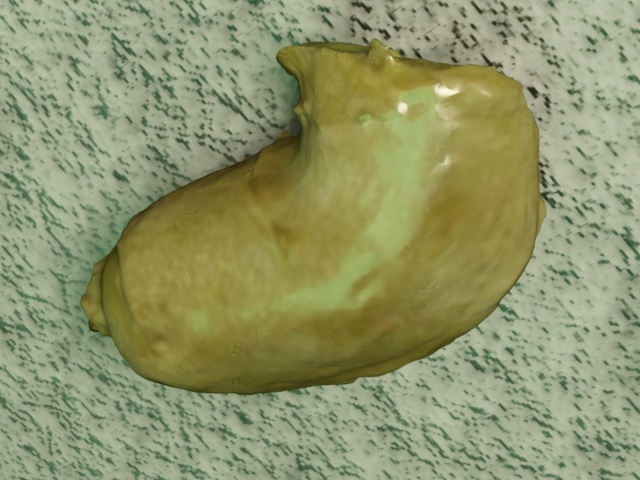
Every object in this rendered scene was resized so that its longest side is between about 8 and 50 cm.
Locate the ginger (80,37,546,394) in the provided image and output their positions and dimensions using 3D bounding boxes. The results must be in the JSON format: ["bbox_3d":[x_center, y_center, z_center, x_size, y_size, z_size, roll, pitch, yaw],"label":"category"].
[{"bbox_3d":[0.000,0.000,0.902,0.267,0.138,0.152,-38,86,26],"label":"ginger"}]
